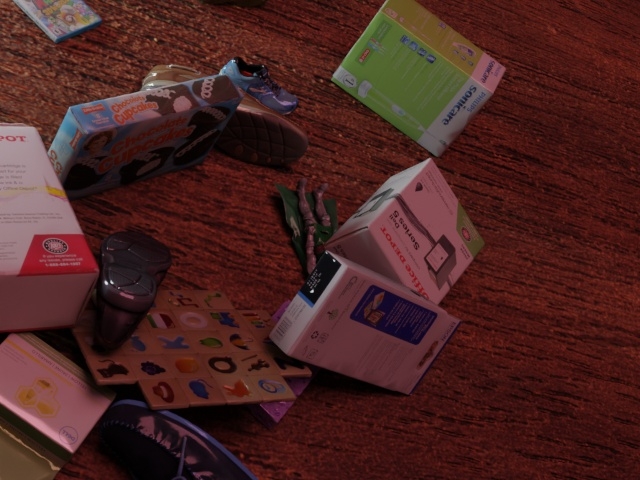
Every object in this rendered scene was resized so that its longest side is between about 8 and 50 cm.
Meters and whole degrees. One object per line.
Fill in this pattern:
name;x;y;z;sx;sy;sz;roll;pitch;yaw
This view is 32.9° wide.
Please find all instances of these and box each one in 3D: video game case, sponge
video game case;-0.494;-0.436;1.973;0.166;0.015;0.119;45;43;6
sponge;-0.065;0.193;1.727;0.117;0.031;0.210;41;42;2

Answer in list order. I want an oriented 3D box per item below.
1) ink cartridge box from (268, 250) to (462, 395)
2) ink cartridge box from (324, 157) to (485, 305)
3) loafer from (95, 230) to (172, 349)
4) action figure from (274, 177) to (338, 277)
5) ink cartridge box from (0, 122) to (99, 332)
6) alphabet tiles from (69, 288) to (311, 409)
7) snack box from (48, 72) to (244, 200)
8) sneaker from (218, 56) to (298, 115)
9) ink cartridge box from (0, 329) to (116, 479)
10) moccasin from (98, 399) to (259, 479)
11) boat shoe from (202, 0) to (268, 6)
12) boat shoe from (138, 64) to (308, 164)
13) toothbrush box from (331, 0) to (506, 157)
ink cartridge box;0.079;0.139;1.726;0.332;0.165;0.065;27;9;-47
ink cartridge box;0.154;0.009;1.932;0.198;0.115;0.273;56;41;-11
loafer;-0.288;0.066;1.596;0.109;0.095;0.302;21;14;-9
action figure;0.000;0.000;1.916;0.137;0.063;0.232;9;54;-33
ink cartridge box;-0.473;-0.021;1.521;0.226;0.131;0.306;-2;44;-36
alphabet tiles;-0.193;0.154;1.603;0.342;0.011;0.285;2;30;-33
snack box;-0.291;-0.166;1.759;0.322;0.187;0.060;-21;69;-43
sneaker;-0.112;-0.296;2.074;0.162;0.073;0.063;26;44;-14
ink cartridge box;-0.403;0.245;1.438;0.171;0.056;0.235;36;41;-4
moccasin;-0.160;0.346;1.459;0.342;0.138;0.117;36;47;-3
boat shoe;-0.174;-0.522;2.229;0.170;0.063;0.059;-5;64;-36
boat shoe;-0.168;-0.238;1.957;0.324;0.123;0.116;20;44;-21
toothbrush box;0.200;-0.342;2.230;0.283;0.206;0.122;36;42;-3
